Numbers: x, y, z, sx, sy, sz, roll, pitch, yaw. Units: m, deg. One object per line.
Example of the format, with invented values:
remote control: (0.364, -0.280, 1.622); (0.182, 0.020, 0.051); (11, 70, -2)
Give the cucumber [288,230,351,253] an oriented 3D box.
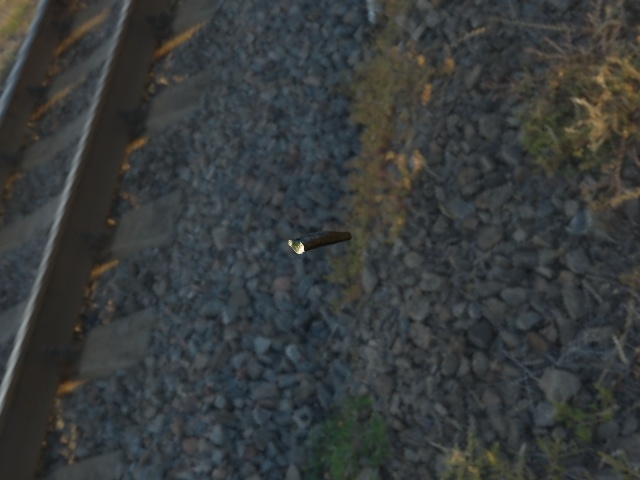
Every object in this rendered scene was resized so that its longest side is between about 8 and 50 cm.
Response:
cucumber: (0.000, -0.002, 1.805); (0.033, 0.135, 0.034); (-20, 86, 53)
